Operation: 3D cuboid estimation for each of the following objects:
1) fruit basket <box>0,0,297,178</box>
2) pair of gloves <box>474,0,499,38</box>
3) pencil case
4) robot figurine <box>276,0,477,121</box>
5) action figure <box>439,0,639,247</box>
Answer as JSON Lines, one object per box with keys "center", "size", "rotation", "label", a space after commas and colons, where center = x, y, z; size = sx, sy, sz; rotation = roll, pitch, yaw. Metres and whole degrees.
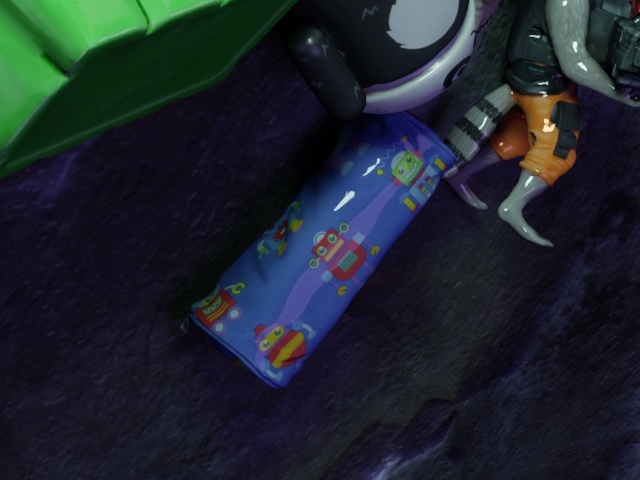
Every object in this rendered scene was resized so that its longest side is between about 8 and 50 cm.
{"center": [-0.205, -0.270, 1.109], "size": [0.392, 0.392, 0.283], "rotation": [1, 148, -43], "label": "fruit basket"}
{"center": [0.203, -0.307, 1.510], "size": [0.240, 0.042, 0.204], "rotation": [-51, 174, -31], "label": "pair of gloves"}
{"center": [0.000, 0.000, 1.567], "size": [0.119, 0.133, 0.306], "rotation": [39, 88, -24], "label": "pencil case"}
{"center": [0.036, -0.233, 1.391], "size": [0.209, 0.173, 0.278], "rotation": [-37, 137, -4], "label": "robot figurine"}
{"center": [0.237, -0.167, 1.592], "size": [0.179, 0.341, 0.330], "rotation": [22, 97, -6], "label": "action figure"}
